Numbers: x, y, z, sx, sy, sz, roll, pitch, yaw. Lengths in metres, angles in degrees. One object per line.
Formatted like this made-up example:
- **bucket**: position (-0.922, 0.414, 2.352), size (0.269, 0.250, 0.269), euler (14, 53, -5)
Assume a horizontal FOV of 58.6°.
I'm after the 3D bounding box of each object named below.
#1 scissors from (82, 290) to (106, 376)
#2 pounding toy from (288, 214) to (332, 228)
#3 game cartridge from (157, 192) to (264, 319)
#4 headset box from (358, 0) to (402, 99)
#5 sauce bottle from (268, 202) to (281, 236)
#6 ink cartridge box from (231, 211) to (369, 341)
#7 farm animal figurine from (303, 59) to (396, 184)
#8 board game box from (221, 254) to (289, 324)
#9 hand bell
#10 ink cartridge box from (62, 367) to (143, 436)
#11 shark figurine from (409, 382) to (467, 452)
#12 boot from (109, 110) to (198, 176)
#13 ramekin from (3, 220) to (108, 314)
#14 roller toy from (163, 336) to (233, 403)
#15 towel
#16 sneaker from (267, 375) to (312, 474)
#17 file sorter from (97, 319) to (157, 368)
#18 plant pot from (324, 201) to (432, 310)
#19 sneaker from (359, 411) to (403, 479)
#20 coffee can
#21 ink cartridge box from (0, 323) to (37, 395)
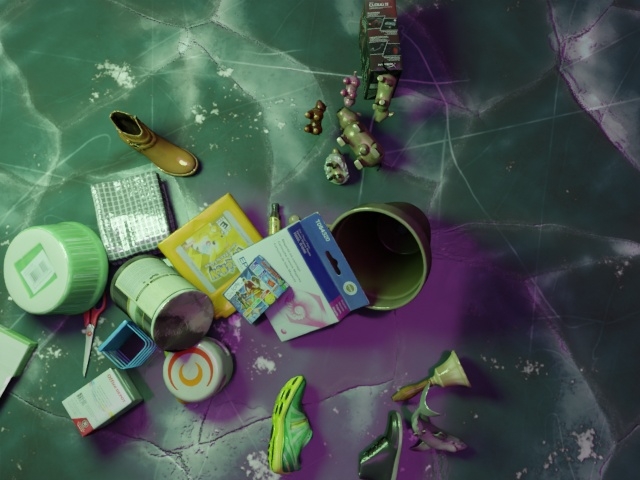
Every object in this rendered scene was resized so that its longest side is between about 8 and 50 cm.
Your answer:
- **scissors**: position (-0.741, 0.285, 1.859), size (0.109, 0.021, 0.297), euler (-11, 77, -4)
- **pounding toy**: position (0.000, 0.000, 1.852), size (0.269, 0.154, 0.155), euler (44, 82, 7)
- **game cartridge**: position (-0.312, 0.056, 1.844), size (0.285, 0.052, 0.324), euler (-38, 99, -8)
- **headset box**: position (0.199, -0.666, 1.956), size (0.110, 0.218, 0.293), euler (-4, 78, -3)
- **sauce bottle**: position (-0.154, -0.062, 1.922), size (0.042, 0.042, 0.128), euler (-2, 77, -1)
- **ink cartridge box**: position (-0.067, 0.121, 1.742), size (0.330, 0.071, 0.324), euler (-26, 97, 33)
- **farm animal figurine**: position (0.130, -0.382, 1.894), size (0.330, 0.172, 0.327), euler (-18, 101, 22)
- **board game box**: position (-0.202, 0.154, 1.760), size (0.136, 0.035, 0.201), euler (47, 125, 1)
- **hand bell**: position (0.340, 0.453, 1.804), size (0.242, 0.126, 0.126), euler (-26, 79, 8)
- **ink cartridge box**: position (-0.667, 0.494, 1.762), size (0.176, 0.127, 0.128), euler (-34, 80, -6)
- **shark figurine**: position (0.325, 0.553, 1.755), size (0.166, 0.278, 0.116), euler (-18, 36, 24)
- **boot**: position (-0.548, -0.324, 1.882), size (0.283, 0.220, 0.109), euler (33, 80, 6)
- **ramekin**: position (-0.833, 0.090, 1.781), size (0.303, 0.148, 0.303), euler (0, 91, 20)
- **roller toy**: position (-0.376, 0.400, 1.774), size (0.191, 0.146, 0.209), euler (-7, 84, 7)
- **towel**: position (-0.618, -0.082, 1.884), size (0.235, 0.121, 0.284), euler (-17, 79, -4)
- **sneaker**: position (-0.085, 0.571, 1.775), size (0.123, 0.109, 0.295), euler (16, 76, -20)
- **file sorter**: position (-0.589, 0.327, 1.777), size (0.104, 0.170, 0.118), euler (41, 81, 5)
- **plant pot**: position (0.211, 0.008, 1.761), size (0.323, 0.280, 0.323), euler (11, 117, 23)
- **sneaker**: position (0.186, 0.638, 1.759), size (0.118, 0.083, 0.222), euler (9, 80, 2)
- **coffee can**: position (-0.482, 0.185, 1.727), size (0.275, 0.201, 0.201), euler (28, 77, 41)
- **ink cartridge box**: position (-1.043, 0.398, 1.819), size (0.171, 0.056, 0.235), euler (25, 83, 5)
